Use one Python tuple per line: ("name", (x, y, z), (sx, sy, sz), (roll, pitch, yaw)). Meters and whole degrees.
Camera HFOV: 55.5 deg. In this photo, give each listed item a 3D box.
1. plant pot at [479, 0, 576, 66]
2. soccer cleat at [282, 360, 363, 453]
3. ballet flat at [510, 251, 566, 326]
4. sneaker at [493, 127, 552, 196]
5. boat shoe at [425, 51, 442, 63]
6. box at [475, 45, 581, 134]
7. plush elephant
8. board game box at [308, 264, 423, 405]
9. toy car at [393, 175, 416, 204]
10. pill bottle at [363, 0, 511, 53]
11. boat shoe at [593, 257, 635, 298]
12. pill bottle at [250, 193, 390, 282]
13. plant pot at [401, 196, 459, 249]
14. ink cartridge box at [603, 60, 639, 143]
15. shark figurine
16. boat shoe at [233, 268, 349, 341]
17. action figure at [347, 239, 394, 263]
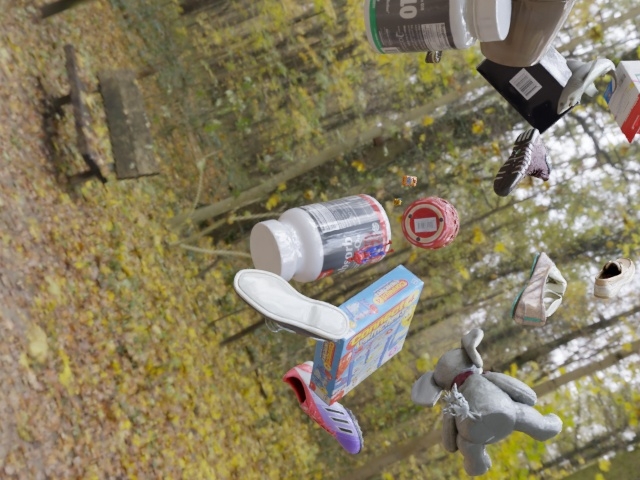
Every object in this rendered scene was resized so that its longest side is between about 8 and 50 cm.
("plant pot", (0.596, -0.680, 1.790), (0.323, 0.322, 0.281), (-115, -159, -47))
("soccer cleat", (0.005, 0.511, 1.822), (0.318, 0.116, 0.109), (53, -47, 24))
("ballet flat", (0.621, 0.140, 1.693), (0.316, 0.106, 0.108), (-47, 140, -44))
("sneaker", (0.688, -0.222, 2.002), (0.162, 0.281, 0.106), (41, -21, -21))
("boat shoe", (0.375, -0.635, 1.986), (0.056, 0.049, 0.152), (60, 42, -41))
("box", (0.783, -0.608, 2.244), (0.343, 0.179, 0.312), (45, 38, -1))
("plush elephant", (0.384, 0.388, 1.545), (0.330, 0.271, 0.255), (41, 21, -28))
("board game box", (0.120, 0.257, 1.640), (0.086, 0.308, 0.302), (40, -38, 28))
("toy car", (0.299, -0.168, 2.078), (0.060, 0.122, 0.040), (23, -7, -32))
("pill bottle", (0.318, -0.621, 1.654), (0.204, 0.360, 0.204), (-17, 110, -60))
("boat shoe", (0.715, 0.078, 1.477), (0.063, 0.170, 0.059), (8, -58, 44))
("pill bottle", (0.000, 0.000, 1.704), (0.210, 0.362, 0.210), (28, -55, 50))
("plant pot", (0.380, -0.063, 2.128), (0.191, 0.191, 0.174), (67, 18, 10))
("ink cartridge box", (0.929, -0.407, 1.789), (0.134, 0.077, 0.231), (93, -4, -50))
("shark figurine", (0.765, -0.487, 1.740), (0.116, 0.278, 0.166), (42, -34, 33))
("boat shoe", (-0.065, 0.136, 1.222), (0.079, 0.254, 0.095), (-42, -149, 54))
("action figure", (0.119, 0.031, 1.474), (0.030, 0.115, 0.038), (-130, -156, -71))
